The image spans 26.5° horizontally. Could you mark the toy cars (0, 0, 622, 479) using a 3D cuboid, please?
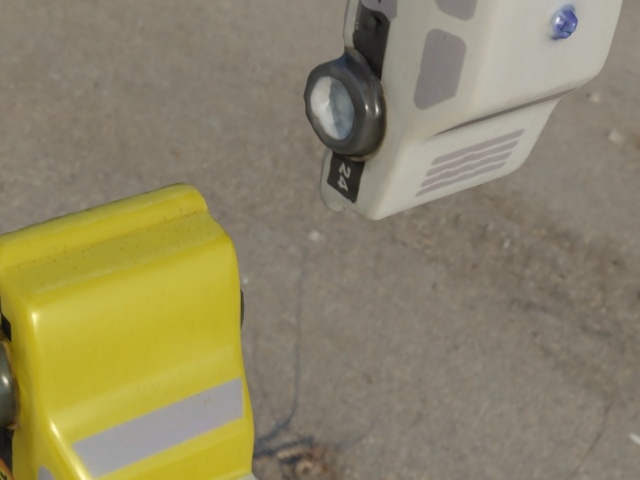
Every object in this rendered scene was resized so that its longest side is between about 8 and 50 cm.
[{"bbox_3d":[0.000,0.000,0.459,0.087,0.394,0.176,39,3,37],"label":"toy cars"}]
